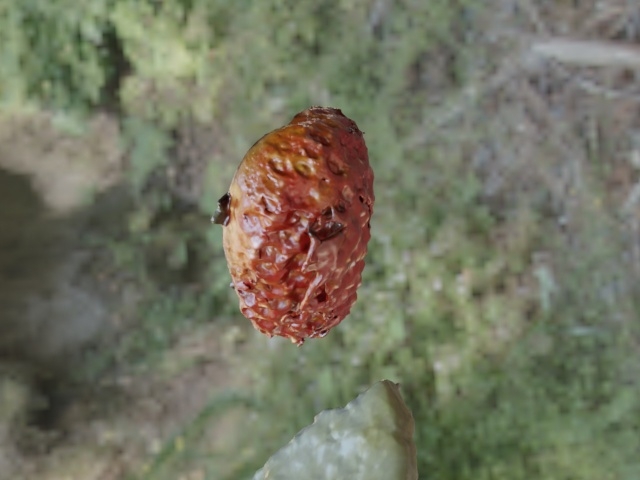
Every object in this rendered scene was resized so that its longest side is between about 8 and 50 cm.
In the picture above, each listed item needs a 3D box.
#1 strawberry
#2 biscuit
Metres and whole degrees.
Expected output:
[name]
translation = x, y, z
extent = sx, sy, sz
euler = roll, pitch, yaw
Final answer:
[strawberry]
translation = 0.000, 0.000, 1.237
extent = 0.082, 0.121, 0.188
euler = 29, 148, 30
[biscuit]
translation = -0.042, 0.180, 0.891
extent = 0.032, 0.250, 0.133
euler = 39, -163, -38
